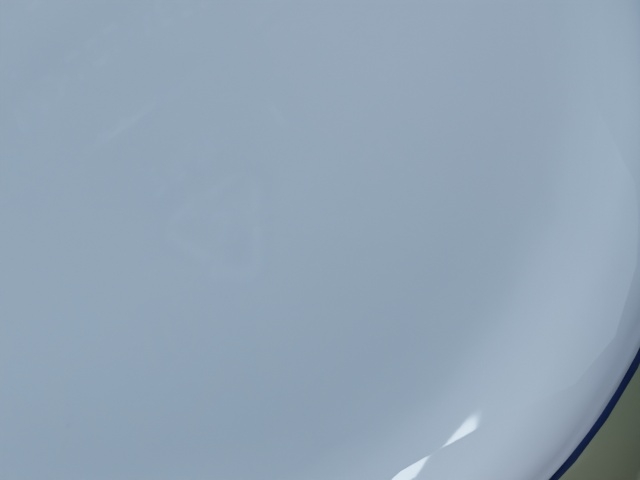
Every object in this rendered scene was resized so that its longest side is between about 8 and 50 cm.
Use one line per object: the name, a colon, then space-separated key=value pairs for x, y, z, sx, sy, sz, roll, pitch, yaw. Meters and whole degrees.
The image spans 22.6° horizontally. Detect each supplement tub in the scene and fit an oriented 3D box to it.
supplement tub: x=0.000 y=0.000 z=0.498 sx=0.235 sy=0.235 sz=0.325 roll=13 pitch=172 yaw=17
